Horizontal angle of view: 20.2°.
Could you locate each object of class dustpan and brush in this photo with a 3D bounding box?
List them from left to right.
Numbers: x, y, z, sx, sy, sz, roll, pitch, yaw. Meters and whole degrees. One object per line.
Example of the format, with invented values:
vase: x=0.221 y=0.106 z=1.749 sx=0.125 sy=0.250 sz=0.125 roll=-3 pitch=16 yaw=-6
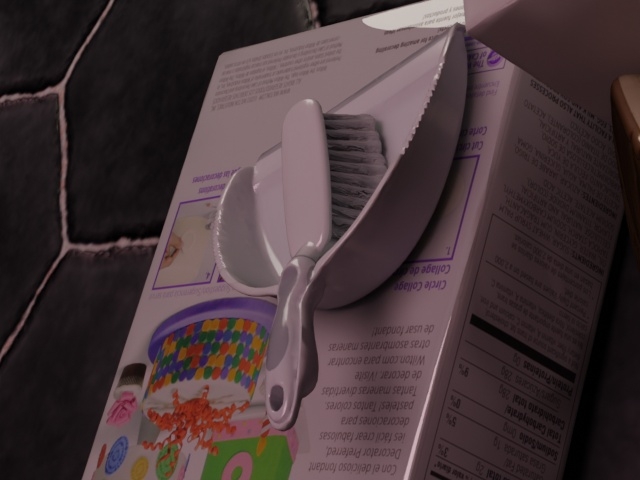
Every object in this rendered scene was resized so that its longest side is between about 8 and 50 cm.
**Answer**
dustpan and brush: x=0.000 y=0.000 z=0.782 sx=0.147 sy=0.060 sz=0.211 roll=-32 pitch=44 yaw=33

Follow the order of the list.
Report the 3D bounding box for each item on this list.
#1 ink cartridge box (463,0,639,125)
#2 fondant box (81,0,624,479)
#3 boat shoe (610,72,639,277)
ink cartridge box: x=0.191 y=-0.166 z=0.732 sx=0.233 sy=0.168 sz=0.171 roll=-28 pitch=48 yaw=38
fondant box: x=0.011 y=0.052 z=0.867 sx=0.238 sy=0.096 sz=0.330 roll=-7 pitch=59 yaw=49
boat shoe: x=0.182 y=0.027 z=0.616 sx=0.098 sy=0.109 sz=0.302 roll=-18 pitch=33 yaw=-3
